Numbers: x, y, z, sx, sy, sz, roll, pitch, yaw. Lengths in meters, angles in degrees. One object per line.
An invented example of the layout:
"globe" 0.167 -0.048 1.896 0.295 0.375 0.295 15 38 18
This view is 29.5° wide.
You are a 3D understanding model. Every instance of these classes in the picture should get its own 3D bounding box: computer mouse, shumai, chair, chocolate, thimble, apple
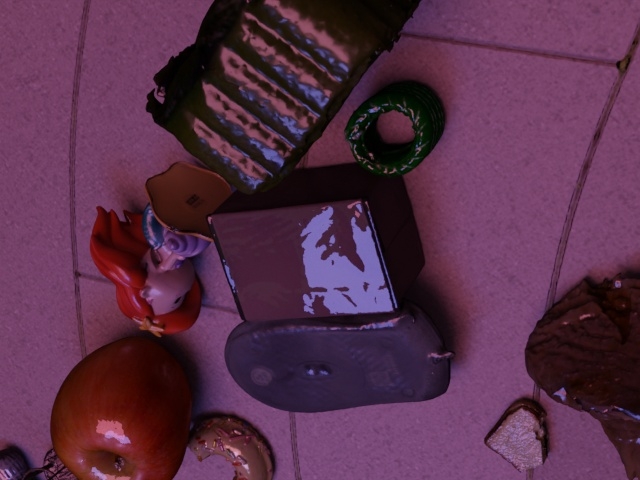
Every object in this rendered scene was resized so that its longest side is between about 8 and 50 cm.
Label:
"computer mouse" 0.035 0.159 1.829 0.371 0.122 0.188 -4 126 27
"shumai" 0.472 0.204 1.656 0.346 0.217 0.283 0 147 39
"chair" -0.478 0.429 2.172 0.095 0.221 0.104 -44 89 10
"chocolate" -0.566 0.469 2.296 0.072 0.072 0.167 -26 99 32
"thimble" 0.102 -0.153 1.670 0.130 0.090 0.118 -6 112 28
"apple" -0.314 0.287 1.999 0.242 0.241 0.242 6 125 9

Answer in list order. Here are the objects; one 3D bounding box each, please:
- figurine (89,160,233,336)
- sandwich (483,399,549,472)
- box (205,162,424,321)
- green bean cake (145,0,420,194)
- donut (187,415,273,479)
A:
"figurine" -0.251 0.014 1.880 0.208 0.181 0.257 13 130 -27
"sandwich" 0.306 0.291 1.819 0.093 0.036 0.104 33 122 9
"box" 0.000 0.000 1.755 0.252 0.153 0.188 -7 112 27
"green bean cake" -0.037 -0.258 1.552 0.218 0.335 0.319 38 122 -7
"donut" -0.145 0.364 2.048 0.166 0.065 0.108 48 123 -3
